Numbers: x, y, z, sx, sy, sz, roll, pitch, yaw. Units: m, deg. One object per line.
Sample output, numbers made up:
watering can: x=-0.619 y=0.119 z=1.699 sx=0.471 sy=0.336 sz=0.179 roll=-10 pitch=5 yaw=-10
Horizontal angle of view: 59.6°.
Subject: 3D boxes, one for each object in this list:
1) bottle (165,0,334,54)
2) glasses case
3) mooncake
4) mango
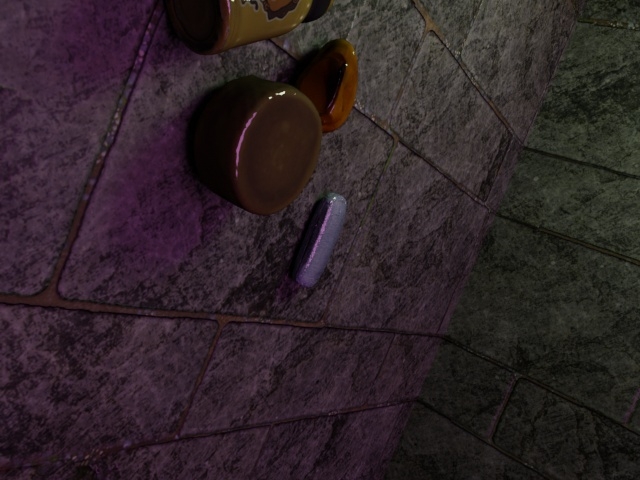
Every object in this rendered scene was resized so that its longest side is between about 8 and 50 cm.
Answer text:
bottle: x=-0.106 y=-0.474 z=1.060 sx=0.351 sy=0.171 sz=0.171 roll=-34 pitch=135 yaw=-39
glasses case: x=0.000 y=0.000 z=1.588 sx=0.109 sy=0.067 sz=0.282 roll=17 pitch=95 yaw=-59
mooncake: x=-0.135 y=-0.205 z=1.199 sx=0.284 sy=0.155 sz=0.284 roll=-32 pitch=132 yaw=-43
mango: x=0.019 y=-0.367 z=1.333 sx=0.236 sy=0.136 sz=0.166 roll=-70 pitch=160 yaw=-2
